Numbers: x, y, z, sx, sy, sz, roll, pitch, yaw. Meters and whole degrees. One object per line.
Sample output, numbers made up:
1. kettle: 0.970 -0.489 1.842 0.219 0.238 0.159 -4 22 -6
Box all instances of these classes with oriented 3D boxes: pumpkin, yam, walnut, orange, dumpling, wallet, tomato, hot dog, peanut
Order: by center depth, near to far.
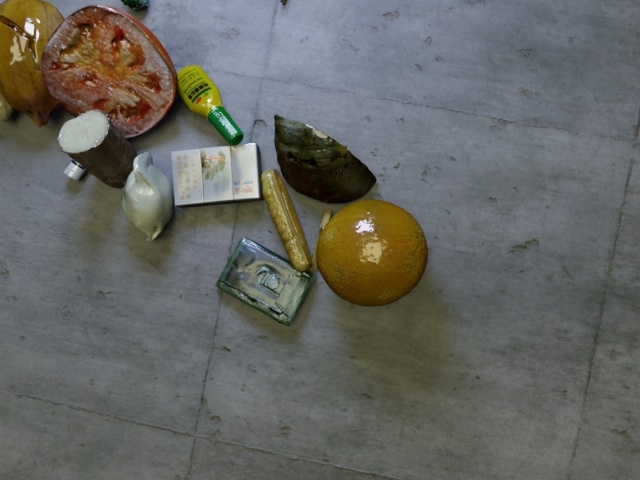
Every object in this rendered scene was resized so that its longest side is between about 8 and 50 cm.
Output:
1. orange: 0.122 0.031 1.180 0.274 0.274 0.275 0 90 4
2. pumpkin: -0.014 -0.191 1.236 0.312 0.169 0.148 26 89 4
3. yam: -0.559 -0.231 1.251 0.129 0.238 0.128 7 76 4
4. tomato: -0.527 -0.442 1.259 0.338 0.144 0.339 0 131 1
5. dumpling: -0.454 -0.114 1.274 0.132 0.162 0.250 -2 124 -14
6. walnut: -0.762 -0.472 1.282 0.208 0.209 0.337 -4 95 4
7. hot dog: -0.093 -0.052 1.283 0.061 0.088 0.286 -23 80 12
8. wallet: -0.149 0.109 1.306 0.236 0.055 0.160 28 85 5
9. peanut: -0.881 -0.422 1.344 0.082 0.082 0.187 -1 89 4

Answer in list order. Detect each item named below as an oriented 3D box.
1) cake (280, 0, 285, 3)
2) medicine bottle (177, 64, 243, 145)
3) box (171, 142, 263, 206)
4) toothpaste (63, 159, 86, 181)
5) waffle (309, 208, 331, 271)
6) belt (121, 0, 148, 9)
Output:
1. cake: -0.098 -0.715 1.306 0.055 0.051 0.140 22 92 10
2. medicine bottle: -0.293 -0.356 1.288 0.095 0.064 0.261 -38 75 -4
3. box: -0.276 -0.173 1.307 0.233 0.067 0.150 -5 90 3
4. toothpaste: -0.635 -0.254 1.348 0.071 0.045 0.194 33 86 -5
5. waffle: 0.000 0.000 1.312 0.023 0.097 0.153 15 123 2
6. belt: -0.497 -0.706 1.301 0.079 0.121 0.152 0 102 -1
